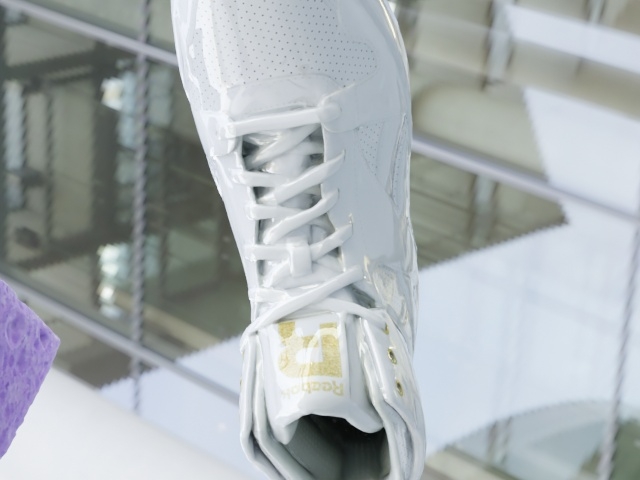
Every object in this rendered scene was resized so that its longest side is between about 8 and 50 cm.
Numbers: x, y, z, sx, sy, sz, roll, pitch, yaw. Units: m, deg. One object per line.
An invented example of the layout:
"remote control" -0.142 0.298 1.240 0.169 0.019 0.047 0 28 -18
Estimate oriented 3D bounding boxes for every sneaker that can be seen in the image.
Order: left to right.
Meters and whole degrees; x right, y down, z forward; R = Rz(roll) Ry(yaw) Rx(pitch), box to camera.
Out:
"sneaker" 0.000 0.000 0.848 0.169 0.108 0.292 -92 -12 -49

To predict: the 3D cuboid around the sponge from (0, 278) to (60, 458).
"sponge" -0.216 0.032 0.865 0.210 0.031 0.117 50 -131 -35
